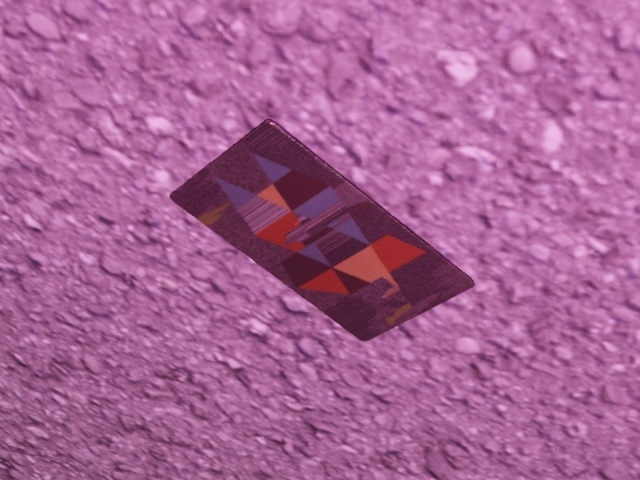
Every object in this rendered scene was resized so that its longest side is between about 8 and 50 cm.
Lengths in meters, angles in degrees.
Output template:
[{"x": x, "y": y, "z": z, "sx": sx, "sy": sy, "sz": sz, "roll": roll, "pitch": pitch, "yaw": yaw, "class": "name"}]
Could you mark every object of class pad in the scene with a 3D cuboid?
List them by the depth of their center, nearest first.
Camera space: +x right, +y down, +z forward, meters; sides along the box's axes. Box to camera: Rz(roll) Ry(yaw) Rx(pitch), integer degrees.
[{"x": 0.000, "y": 0.000, "z": 0.995, "sx": 0.211, "sy": 0.003, "sz": 0.143, "roll": 37, "pitch": 139, "yaw": -20, "class": "pad"}]
